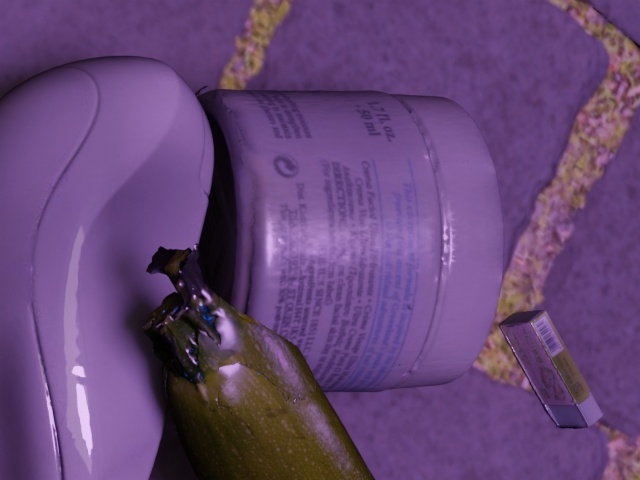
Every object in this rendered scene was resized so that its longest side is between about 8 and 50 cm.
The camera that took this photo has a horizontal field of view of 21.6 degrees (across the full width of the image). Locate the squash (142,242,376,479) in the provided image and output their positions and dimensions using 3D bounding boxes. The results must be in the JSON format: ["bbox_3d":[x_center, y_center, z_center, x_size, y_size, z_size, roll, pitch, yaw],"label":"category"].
[{"bbox_3d":[-0.016,0.126,0.893,0.087,0.087,0.331,-46,130,-20],"label":"squash"}]

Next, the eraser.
[{"bbox_3d":[0.153,0.086,1.112,0.019,0.038,0.083,-36,102,-27],"label":"eraser"}]

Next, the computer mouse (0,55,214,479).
[{"bbox_3d":[-0.154,0.033,0.900,0.121,0.184,0.296,25,77,-38],"label":"computer mouse"}]

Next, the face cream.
[{"bbox_3d":[0.000,0.000,0.974,0.153,0.177,0.177,1,86,-23],"label":"face cream"}]
